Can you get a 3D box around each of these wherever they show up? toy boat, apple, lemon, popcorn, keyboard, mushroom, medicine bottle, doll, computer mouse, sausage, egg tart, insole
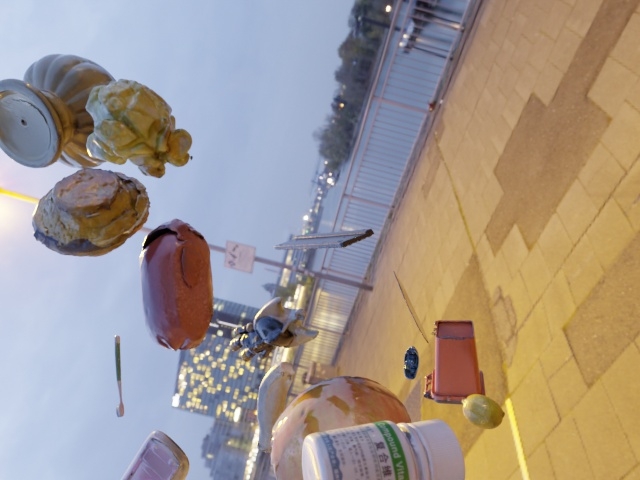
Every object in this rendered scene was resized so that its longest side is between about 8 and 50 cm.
[{"bbox_3d":[0.352,0.473,1.788,0.061,0.060,0.137,-10,-71,-62],"label":"toy boat"},{"bbox_3d":[0.055,0.477,1.007,0.309,0.313,0.252,-108,7,-68],"label":"apple"},{"bbox_3d":[0.412,0.437,1.181,0.082,0.110,0.082,-10,-76,-45],"label":"lemon"},{"bbox_3d":[-0.276,-0.172,0.688,0.141,0.162,0.136,69,-151,-60],"label":"popcorn"},{"bbox_3d":[0.000,0.000,1.114,0.309,0.100,0.018,-4,106,56],"label":"keyboard"},{"bbox_3d":[-0.156,0.568,1.569,0.095,0.122,0.351,-12,-63,-52],"label":"mushroom"},{"bbox_3d":[0.098,0.363,0.734,0.139,0.236,0.139,179,90,-73],"label":"medicine bottle"},{"bbox_3d":[-0.139,0.262,1.302,0.316,0.146,0.103,-36,-10,35],"label":"doll"},{"bbox_3d":[-0.378,0.532,1.022,0.245,0.126,0.056,-57,-14,11],"label":"computer mouse"},{"bbox_3d":[-0.304,0.094,0.981,0.152,0.152,0.280,109,153,-74],"label":"sausage"},{"bbox_3d":[-0.481,-0.074,0.967,0.106,0.240,0.241,102,-179,-50],"label":"egg tart"},{"bbox_3d":[0.279,0.197,1.449,0.111,0.007,0.328,55,-169,-29],"label":"insole"}]

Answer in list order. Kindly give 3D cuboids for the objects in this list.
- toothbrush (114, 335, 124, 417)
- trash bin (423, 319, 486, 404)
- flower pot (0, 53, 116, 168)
[{"bbox_3d":[-0.629,0.419,1.435,0.024,0.018,0.257,-32,59,29],"label":"toothbrush"},{"bbox_3d":[0.405,0.373,1.422,0.161,0.184,0.239,-50,-47,-66],"label":"trash bin"},{"bbox_3d":[-0.686,-0.321,1.196,0.244,0.307,0.308,-57,-16,-62],"label":"flower pot"}]
